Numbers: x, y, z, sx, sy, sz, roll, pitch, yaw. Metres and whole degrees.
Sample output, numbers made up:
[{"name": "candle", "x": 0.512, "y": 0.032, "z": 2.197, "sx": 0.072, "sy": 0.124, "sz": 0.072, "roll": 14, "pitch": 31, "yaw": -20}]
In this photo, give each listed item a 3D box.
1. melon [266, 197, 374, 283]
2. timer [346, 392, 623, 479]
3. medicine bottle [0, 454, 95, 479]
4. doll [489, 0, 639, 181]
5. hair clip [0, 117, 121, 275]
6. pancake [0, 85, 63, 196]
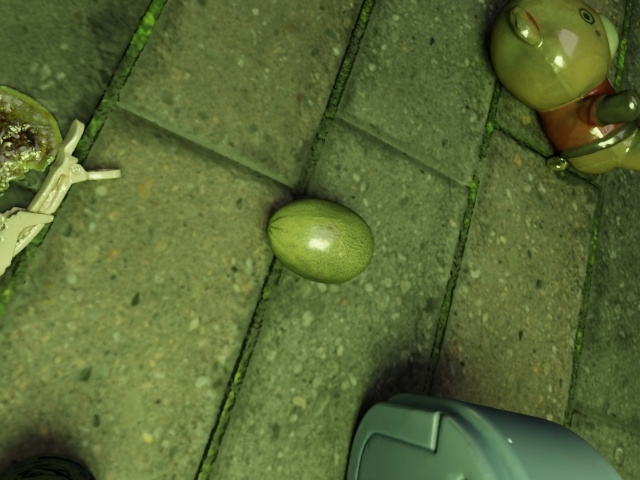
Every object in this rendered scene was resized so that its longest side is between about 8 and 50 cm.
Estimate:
[{"name": "melon", "x": 0.000, "y": 0.000, "z": 0.618, "sx": 0.130, "sy": 0.098, "sz": 0.098, "roll": 17, "pitch": 73, "yaw": -15}, {"name": "timer", "x": 0.147, "y": 0.336, "z": 0.462, "sx": 0.173, "sy": 0.395, "sz": 0.395, "roll": 17, "pitch": 73, "yaw": -16}, {"name": "medicine bottle", "x": -0.227, "y": 0.239, "z": 0.415, "sx": 0.107, "sy": 0.191, "sz": 0.107, "roll": 5, "pitch": 77, "yaw": -23}, {"name": "doll", "x": 0.382, "y": -0.230, "z": 0.804, "sx": 0.330, "sy": 0.174, "sz": 0.235, "roll": 52, "pitch": 34, "yaw": -9}, {"name": "hair clip", "x": -0.290, "y": -0.015, "z": 0.523, "sx": 0.226, "sy": 0.034, "sz": 0.072, "roll": -55, "pitch": 129, "yaw": -18}, {"name": "pancake", "x": -0.335, "y": -0.103, "z": 0.531, "sx": 0.129, "sy": 0.022, "sz": 0.116, "roll": -39, "pitch": 97, "yaw": -31}]
